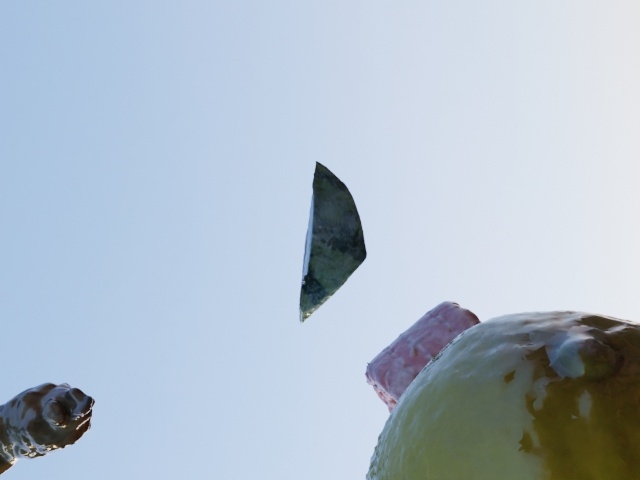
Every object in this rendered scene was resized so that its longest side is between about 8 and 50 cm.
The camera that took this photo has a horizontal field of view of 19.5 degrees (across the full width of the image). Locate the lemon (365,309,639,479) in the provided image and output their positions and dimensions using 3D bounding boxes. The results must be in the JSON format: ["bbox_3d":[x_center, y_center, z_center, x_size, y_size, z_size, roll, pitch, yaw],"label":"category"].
[{"bbox_3d":[0.197,0.209,1.479,0.364,0.364,0.364,-11,-90,-75],"label":"lemon"}]

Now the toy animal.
[{"bbox_3d":[-0.367,0.233,2.013,0.157,0.312,0.097,-15,-102,-53],"label":"toy animal"}]

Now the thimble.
[{"bbox_3d":[0.187,0.204,2.406,0.239,0.162,0.239,48,172,9],"label":"thimble"}]

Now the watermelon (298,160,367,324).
[{"bbox_3d":[0.004,0.001,2.086,0.094,0.081,0.180,48,131,53],"label":"watermelon"}]
